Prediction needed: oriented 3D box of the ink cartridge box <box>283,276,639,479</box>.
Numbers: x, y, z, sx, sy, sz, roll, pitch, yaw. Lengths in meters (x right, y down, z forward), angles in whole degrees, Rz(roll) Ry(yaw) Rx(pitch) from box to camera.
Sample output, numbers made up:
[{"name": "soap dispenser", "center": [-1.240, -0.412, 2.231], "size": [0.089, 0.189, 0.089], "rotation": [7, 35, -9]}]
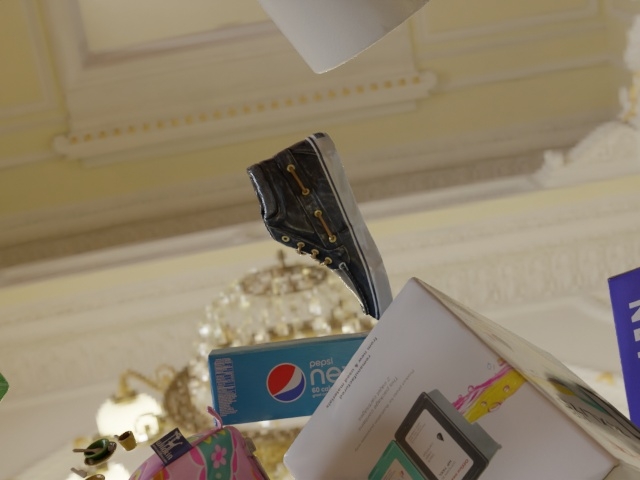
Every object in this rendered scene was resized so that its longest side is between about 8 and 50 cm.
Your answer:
[{"name": "ink cartridge box", "center": [0.146, 0.199, 0.896], "size": [0.198, 0.197, 0.270], "rotation": [29, -171, -36]}]

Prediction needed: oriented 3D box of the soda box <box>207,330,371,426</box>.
[{"name": "soda box", "center": [0.004, 0.123, 1.060], "size": [0.210, 0.067, 0.071], "rotation": [-6, 179, -3]}]

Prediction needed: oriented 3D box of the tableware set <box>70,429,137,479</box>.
[{"name": "tableware set", "center": [-0.301, 0.295, 1.466], "size": [0.154, 0.024, 0.104], "rotation": [-37, -156, -26]}]

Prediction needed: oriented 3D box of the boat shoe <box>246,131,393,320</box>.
[{"name": "boat shoe", "center": [0.000, 0.000, 1.042], "size": [0.083, 0.183, 0.065], "rotation": [-24, -173, -6]}]

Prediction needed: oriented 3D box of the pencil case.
[{"name": "pencil case", "center": [-0.037, 0.267, 0.869], "size": [0.124, 0.284, 0.124], "rotation": [-39, 175, -4]}]

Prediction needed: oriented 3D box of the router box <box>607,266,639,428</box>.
[{"name": "router box", "center": [0.464, 0.235, 1.372], "size": [0.082, 0.301, 0.335], "rotation": [-24, -136, 29]}]

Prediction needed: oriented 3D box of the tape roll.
[{"name": "tape roll", "center": [0.037, -0.305, 1.128], "size": [0.246, 0.169, 0.246], "rotation": [-38, -167, 11]}]

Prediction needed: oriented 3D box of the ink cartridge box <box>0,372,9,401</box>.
[{"name": "ink cartridge box", "center": [-0.359, 0.064, 0.668], "size": [0.201, 0.117, 0.278], "rotation": [47, -159, 22]}]
